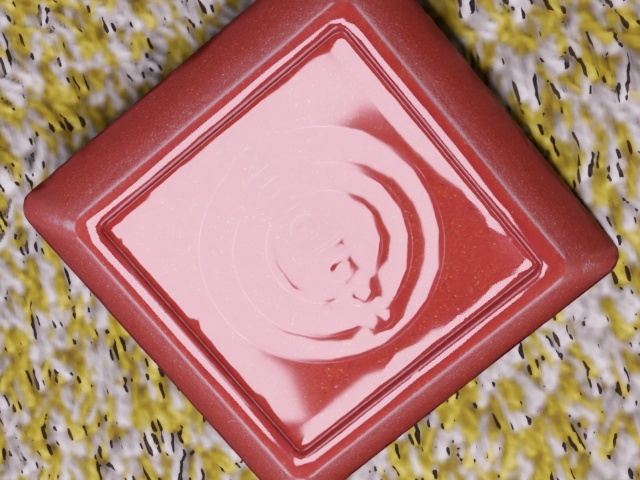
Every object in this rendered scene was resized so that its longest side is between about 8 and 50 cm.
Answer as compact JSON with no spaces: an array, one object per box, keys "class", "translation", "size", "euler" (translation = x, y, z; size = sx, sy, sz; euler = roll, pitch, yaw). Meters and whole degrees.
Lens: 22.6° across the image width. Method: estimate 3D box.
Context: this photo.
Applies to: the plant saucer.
[{"class":"plant saucer","translation":[0.000,0.000,0.929],"size":[0.259,0.048,0.258],"euler":[-39,100,9]}]
